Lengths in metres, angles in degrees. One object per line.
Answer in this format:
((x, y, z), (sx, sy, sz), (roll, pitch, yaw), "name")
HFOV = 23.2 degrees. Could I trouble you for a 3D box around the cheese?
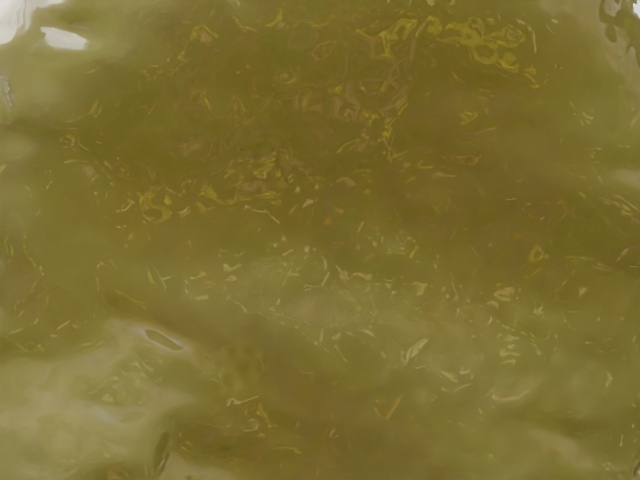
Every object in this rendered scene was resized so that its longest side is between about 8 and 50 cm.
((0.000, 0.000, 0.398), (0.226, 0.117, 0.214), (30, -81, -24), "cheese")
